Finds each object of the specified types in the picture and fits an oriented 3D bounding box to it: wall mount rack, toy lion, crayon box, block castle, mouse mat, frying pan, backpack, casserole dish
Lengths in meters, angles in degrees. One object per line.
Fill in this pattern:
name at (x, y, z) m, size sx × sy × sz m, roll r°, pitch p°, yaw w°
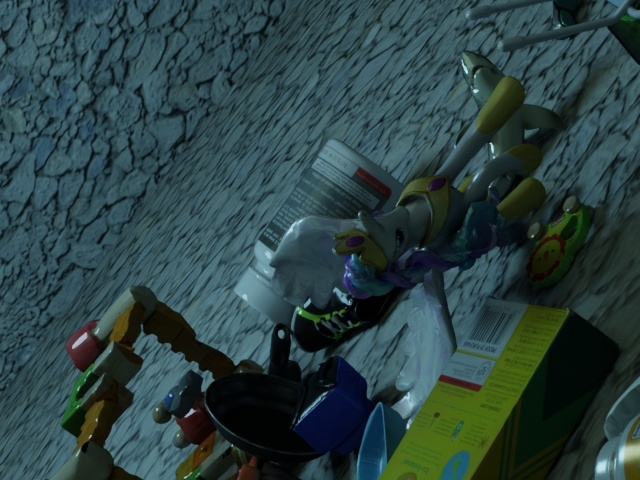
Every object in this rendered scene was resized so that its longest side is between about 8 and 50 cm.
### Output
wall mount rack at (0.365, -0.374, 2.169) m, size 0.304 × 0.130 × 0.350 m, roll -51°, pitch 17°, yaw 11°
toy lion at (0.287, 0.008, 1.879) m, size 0.100 × 0.034 × 0.096 m, roll -41°, pitch 30°, yaw 35°
crayon box at (0.174, 0.220, 1.702) m, size 0.318 × 0.081 × 0.202 m, roll -57°, pitch 18°, yaw -9°
block castle at (-0.255, 0.309, 2.255) m, size 0.213 × 0.303 × 0.453 m, roll -46°, pitch 19°, yaw 27°
mouse mat at (0.454, -0.317, 2.068) m, size 0.152 × 0.007 × 0.190 m, roll -49°, pitch 18°, yaw 16°
frying pan at (-0.087, 0.212, 2.153) m, size 0.326 × 0.197 × 0.053 m, roll 52°, pitch 131°, yaw 54°
backpack at (0.018, 0.220, 2.052) m, size 0.098 × 0.101 × 0.120 m, roll -40°, pitch 18°, yaw 16°
casserole dish at (0.076, 0.278, 1.862) m, size 0.188 × 0.037 × 0.114 m, roll -90°, pitch 15°, yaw -58°

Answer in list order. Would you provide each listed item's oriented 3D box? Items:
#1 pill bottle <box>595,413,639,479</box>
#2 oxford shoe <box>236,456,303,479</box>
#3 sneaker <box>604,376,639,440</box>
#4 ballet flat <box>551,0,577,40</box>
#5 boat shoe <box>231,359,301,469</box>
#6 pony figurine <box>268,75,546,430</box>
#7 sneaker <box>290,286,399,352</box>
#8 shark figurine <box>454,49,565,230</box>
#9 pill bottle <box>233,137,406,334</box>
pill bottle at (0.333, 0.189, 1.309) m, size 0.215 × 0.117 × 0.117 m, roll -27°, pitch 33°, yaw 55°
oxford shoe at (-0.061, 0.343, 2.043) m, size 0.271 × 0.098 × 0.097 m, roll 49°, pitch -124°, yaw -86°
sneaker at (0.362, 0.118, 1.442) m, size 0.235 × 0.090 × 0.095 m, roll -42°, pitch 9°, yaw 24°
ballet flat at (0.354, -0.330, 2.287) m, size 0.041 × 0.041 × 0.114 m, roll -42°, pitch 21°, yaw 34°
boat shoe at (-0.059, 0.251, 2.245) m, size 0.073 × 0.080 × 0.223 m, roll -10°, pitch 28°, yaw 26°
pony figurine at (0.117, 0.009, 1.902) m, size 0.363 × 0.303 × 0.351 m, roll -37°, pitch -24°, yaw -33°
sneaker at (0.039, 0.090, 2.253) m, size 0.235 × 0.084 × 0.097 m, roll -46°, pitch 21°, yaw 24°
shark figurine at (0.235, -0.105, 2.145) m, size 0.116 × 0.166 × 0.278 m, roll 22°, pitch -95°, yaw -83°
pill bottle at (0.000, 0.000, 2.383) m, size 0.283 × 0.161 × 0.161 m, roll -54°, pitch 18°, yaw 0°
